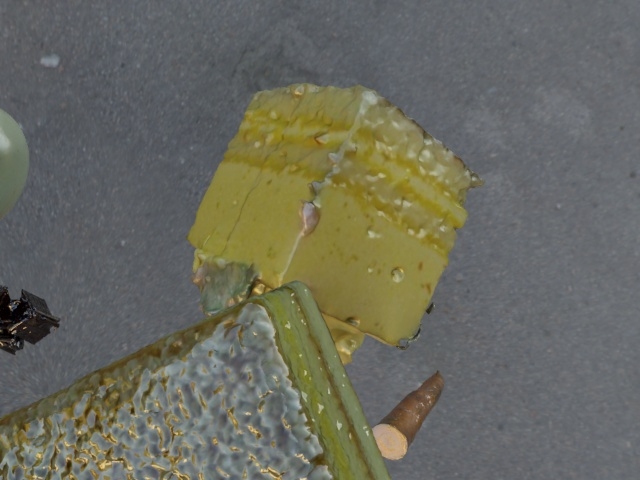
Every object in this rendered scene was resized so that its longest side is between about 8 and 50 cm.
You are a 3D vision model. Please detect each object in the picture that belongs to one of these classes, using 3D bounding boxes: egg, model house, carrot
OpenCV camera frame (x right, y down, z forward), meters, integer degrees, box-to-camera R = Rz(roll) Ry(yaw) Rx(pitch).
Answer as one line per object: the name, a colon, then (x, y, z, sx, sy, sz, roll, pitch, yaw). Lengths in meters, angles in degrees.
egg: (-0.660, -0.140, 1.450, 0.188, 0.188, 0.254, 3, 114, -19)
model house: (-0.704, 0.170, 1.687, 0.203, 0.164, 0.141, 36, 67, -44)
carrot: (0.146, 0.250, 1.133, 0.057, 0.057, 0.224, 61, 33, 1)

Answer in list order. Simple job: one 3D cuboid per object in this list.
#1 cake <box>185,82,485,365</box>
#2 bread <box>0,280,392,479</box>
cake: (0.000, 0.000, 0.847, 0.227, 0.222, 0.286, 30, 80, -36)
bread: (-0.081, 0.150, 0.422, 0.234, 0.110, 0.184, -26, 81, 13)
